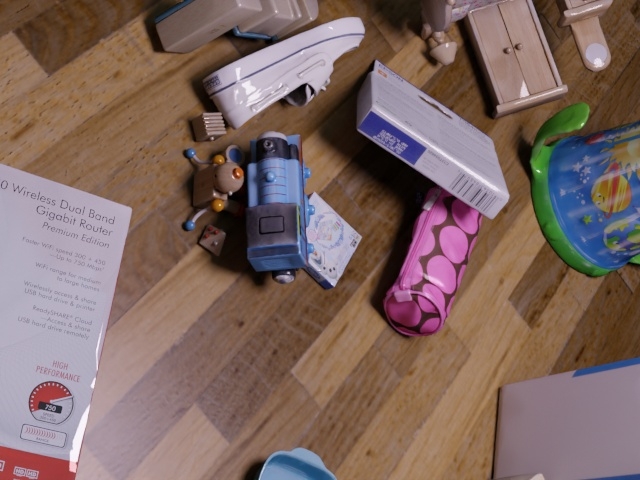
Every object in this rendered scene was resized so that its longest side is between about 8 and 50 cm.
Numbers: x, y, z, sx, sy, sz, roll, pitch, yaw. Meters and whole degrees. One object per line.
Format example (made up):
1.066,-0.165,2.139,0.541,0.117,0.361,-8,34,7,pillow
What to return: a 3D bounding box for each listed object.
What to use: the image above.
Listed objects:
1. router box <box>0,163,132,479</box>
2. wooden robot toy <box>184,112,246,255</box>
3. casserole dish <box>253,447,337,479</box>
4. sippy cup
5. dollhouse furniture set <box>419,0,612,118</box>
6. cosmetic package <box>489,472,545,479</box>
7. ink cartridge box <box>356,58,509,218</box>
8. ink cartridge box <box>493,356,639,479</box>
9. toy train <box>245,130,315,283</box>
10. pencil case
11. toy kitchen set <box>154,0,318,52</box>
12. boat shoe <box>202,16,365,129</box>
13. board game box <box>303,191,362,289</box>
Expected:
-0.364,0.063,0.896,0.335,0.082,0.301,19,63,-24,router box
-0.108,-0.074,1.178,0.076,0.079,0.173,12,67,-35,wooden robot toy
-0.041,0.323,1.111,0.114,0.037,0.189,30,58,-27,casserole dish
0.487,-0.085,1.560,0.305,0.224,0.240,2,72,-38,sippy cup
0.314,-0.315,1.415,0.303,0.355,0.174,-18,83,-2,dollhouse furniture set
0.248,0.464,1.238,0.160,0.113,0.310,-20,85,-41,cosmetic package
0.149,-0.142,1.376,0.223,0.045,0.224,32,23,-10,ink cartridge box
0.474,0.309,1.360,0.394,0.285,0.166,25,61,-29,ink cartridge box
-0.050,-0.044,1.187,0.080,0.105,0.184,-4,71,5,toy train
0.147,0.021,1.340,0.098,0.095,0.209,69,34,-46,pencil case
-0.119,-0.332,1.268,0.207,0.122,0.166,-12,80,-61,toy kitchen set
-0.034,-0.213,1.292,0.258,0.095,0.084,-29,97,-31,boat shoe
0.000,0.000,1.275,0.090,0.020,0.090,44,52,-18,board game box
